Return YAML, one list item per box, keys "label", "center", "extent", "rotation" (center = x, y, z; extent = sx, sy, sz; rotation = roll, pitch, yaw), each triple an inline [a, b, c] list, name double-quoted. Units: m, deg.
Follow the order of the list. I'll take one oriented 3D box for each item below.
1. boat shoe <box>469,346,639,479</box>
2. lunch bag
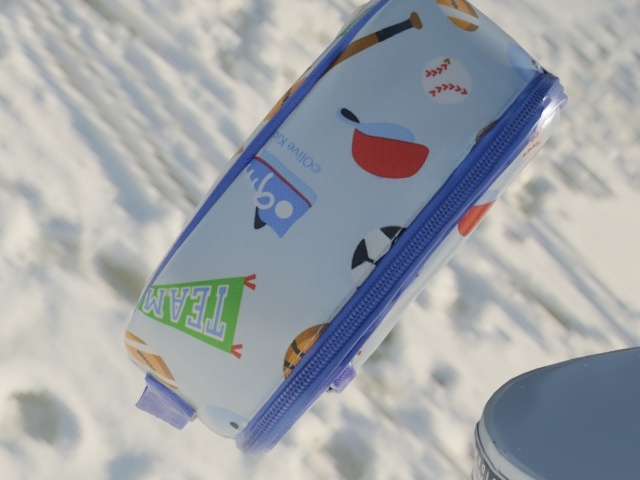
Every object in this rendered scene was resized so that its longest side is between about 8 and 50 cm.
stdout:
- label: "boat shoe"
  center: [0.231, 0.125, 0.853]
  extent: [0.367, 0.156, 0.136]
  rotation: [-9, 33, -23]
- label: "lunch bag"
  center: [0.000, 0.000, 0.971]
  extent: [0.115, 0.243, 0.303]
  rotation: [37, -6, 1]
